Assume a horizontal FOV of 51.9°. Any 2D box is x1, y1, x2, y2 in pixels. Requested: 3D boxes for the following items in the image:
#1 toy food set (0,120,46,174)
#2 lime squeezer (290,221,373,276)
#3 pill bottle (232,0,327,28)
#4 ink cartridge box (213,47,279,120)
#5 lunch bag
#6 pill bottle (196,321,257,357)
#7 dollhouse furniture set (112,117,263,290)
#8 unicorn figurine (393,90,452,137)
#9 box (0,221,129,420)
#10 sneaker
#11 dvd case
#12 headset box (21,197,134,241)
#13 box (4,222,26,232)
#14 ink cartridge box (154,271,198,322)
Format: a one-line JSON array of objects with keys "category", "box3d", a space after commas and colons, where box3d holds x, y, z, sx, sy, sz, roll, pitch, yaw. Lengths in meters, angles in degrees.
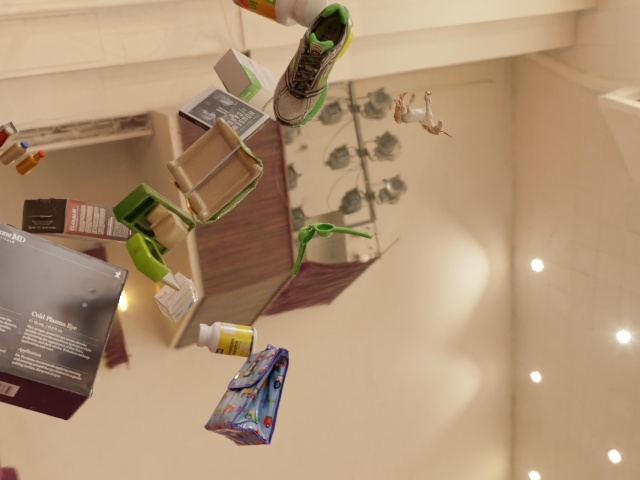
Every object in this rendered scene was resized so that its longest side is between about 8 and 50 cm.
[{"category": "toy food set", "box3d": [-0.938, -0.320, 1.980, 0.104, 0.111, 0.232, -30, -92, 19]}, {"category": "lime squeezer", "box3d": [0.000, 0.000, 1.777, 0.310, 0.059, 0.110, -27, -104, 39]}, {"category": "pill bottle", "box3d": [-0.111, -0.658, 1.765, 0.246, 0.136, 0.136, 29, -45, 21]}, {"category": "ink cartridge box", "box3d": [-0.276, -0.645, 2.746, 0.121, 0.289, 0.211, -41, -118, 21]}, {"category": "lunch bag", "box3d": [-0.190, 0.442, 1.939, 0.221, 0.138, 0.293, -30, -149, 56]}, {"category": "pill bottle", "box3d": [-0.306, 0.321, 2.144, 0.103, 0.184, 0.103, -170, -90, -75]}, {"category": "dollhouse furniture set", "box3d": [-0.226, -0.064, 1.287, 0.197, 0.301, 0.151, 53, 5, 39]}, {"category": "unicorn figurine", "box3d": [0.261, -0.328, 1.704, 0.060, 0.162, 0.111, -105, -165, -70]}, {"category": "box", "box3d": [-0.630, 0.168, 1.399, 0.179, 0.343, 0.312, -42, -148, 45]}, {"category": "sneaker", "box3d": [-0.030, -0.454, 1.686, 0.146, 0.134, 0.343, -2, 117, -84]}, {"category": "dvd case", "box3d": [-0.310, -0.405, 2.136, 0.239, 0.179, 0.029, 30, -38, 13]}, {"category": "headset box", "box3d": [-0.762, -0.062, 2.053, 0.218, 0.293, 0.110, 1, -95, 33]}, {"category": "box", "box3d": [-0.886, 0.165, 1.868, 0.191, 0.143, 0.381, 55, 23, -70]}, {"category": "ink cartridge box", "box3d": [-0.419, 0.161, 1.911, 0.060, 0.104, 0.180, 37, -22, 12]}]
